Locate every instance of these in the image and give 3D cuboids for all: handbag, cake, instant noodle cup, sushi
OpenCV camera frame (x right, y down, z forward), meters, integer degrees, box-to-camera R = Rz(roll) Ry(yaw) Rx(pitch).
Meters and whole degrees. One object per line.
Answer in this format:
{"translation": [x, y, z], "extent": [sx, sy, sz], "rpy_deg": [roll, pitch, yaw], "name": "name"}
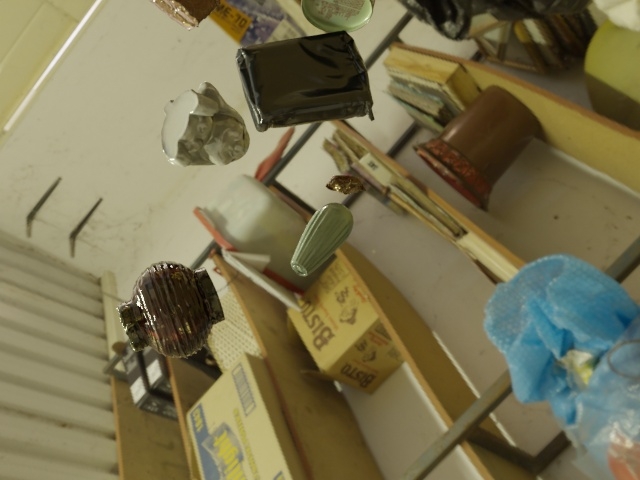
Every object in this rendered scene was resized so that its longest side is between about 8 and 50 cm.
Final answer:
{"translation": [-0.036, -0.354, 1.322], "extent": [0.178, 0.302, 0.275], "rpy_deg": [99, 156, -64], "name": "handbag"}
{"translation": [-0.363, -0.567, 1.200], "extent": [0.295, 0.112, 0.116], "rpy_deg": [19, 170, -29], "name": "cake"}
{"translation": [0.049, -0.651, 1.362], "extent": [0.235, 0.178, 0.235], "rpy_deg": [5, 162, 1], "name": "instant noodle cup"}
{"translation": [0.076, -0.162, 1.615], "extent": [0.061, 0.118, 0.060], "rpy_deg": [64, -151, -59], "name": "sushi"}

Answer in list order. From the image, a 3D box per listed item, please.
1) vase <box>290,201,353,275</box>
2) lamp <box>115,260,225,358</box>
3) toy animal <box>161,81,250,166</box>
{"translation": [0.000, 0.000, 1.659], "extent": [0.128, 0.248, 0.128], "rpy_deg": [29, 154, 16], "name": "vase"}
{"translation": [-0.351, 0.165, 1.272], "extent": [0.247, 0.247, 0.247], "rpy_deg": [40, -172, -7], "name": "lamp"}
{"translation": [-0.336, -0.335, 1.671], "extent": [0.265, 0.271, 0.206], "rpy_deg": [7, -154, -48], "name": "toy animal"}
